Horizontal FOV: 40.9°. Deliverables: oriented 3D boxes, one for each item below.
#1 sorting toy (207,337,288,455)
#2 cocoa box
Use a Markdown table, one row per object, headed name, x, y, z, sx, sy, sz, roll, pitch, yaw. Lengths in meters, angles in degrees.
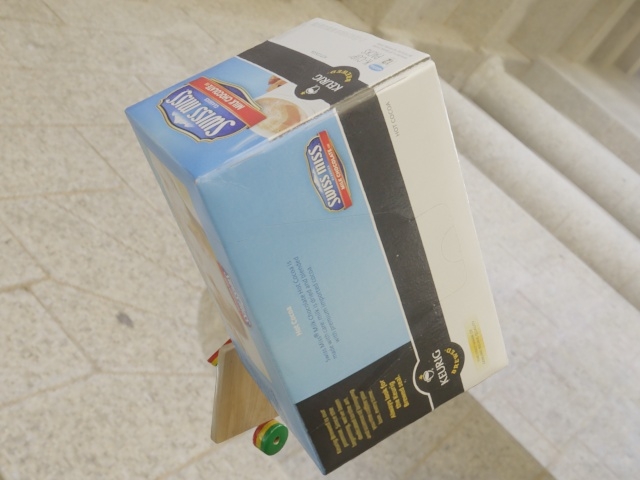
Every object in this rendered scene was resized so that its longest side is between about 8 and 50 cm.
| name | x | y | z | sx | sy | sz | roll | pitch | yaw |
| --- | --- | --- | --- | --- | --- | --- | --- | --- | --- |
| sorting toy | -0.090 | 0.162 | 1.082 | 0.132 | 0.046 | 0.274 | -16 | -58 | -45 |
| cocoa box | 0.000 | 0.000 | 0.839 | 0.228 | 0.231 | 0.347 | -29 | -58 | -13 |
